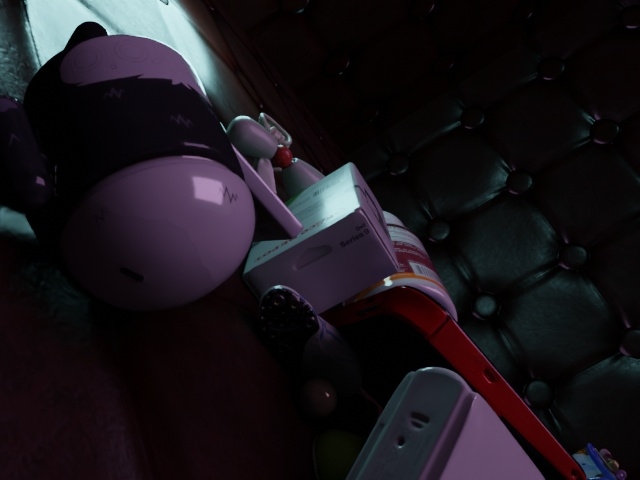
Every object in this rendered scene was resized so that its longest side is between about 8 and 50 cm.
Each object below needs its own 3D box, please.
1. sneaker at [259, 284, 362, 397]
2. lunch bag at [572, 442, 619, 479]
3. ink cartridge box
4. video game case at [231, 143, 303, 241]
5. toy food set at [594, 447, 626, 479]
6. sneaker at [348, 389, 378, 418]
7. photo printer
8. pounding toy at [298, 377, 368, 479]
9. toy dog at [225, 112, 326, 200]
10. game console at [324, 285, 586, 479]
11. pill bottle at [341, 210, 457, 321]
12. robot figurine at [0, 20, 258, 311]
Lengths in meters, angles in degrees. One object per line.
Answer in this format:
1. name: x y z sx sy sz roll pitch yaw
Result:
1. sneaker: -0.017 0.143 0.884 0.237 0.085 0.086 53 6 -35
2. lunch bag: 0.495 0.615 1.203 0.238 0.328 0.385 53 11 4
3. ink cartridge box: 0.000 0.000 1.014 0.121 0.211 0.289 57 12 -17
4. video game case: -0.134 -0.087 0.770 0.227 0.026 0.206 49 -17 -13
5. toy food set: 0.613 0.471 1.262 0.122 0.019 0.078 44 11 -35
6. sneaker: 0.070 0.285 1.029 0.083 0.031 0.035 47 28 -30
7. photo printer: 0.146 0.326 0.692 0.107 0.256 0.307 10 -32 46
8. pounding toy: 0.075 0.290 0.800 0.183 0.110 0.236 45 17 -51
9. toy dog: -0.071 -0.096 1.243 0.334 0.161 0.220 43 15 -3
10. game console: 0.165 0.224 0.922 0.342 0.060 0.386 45 -21 -3
11. pill bottle: 0.150 0.094 1.390 0.224 0.224 0.392 53 11 -26
12. robot figurine: -0.169 -0.068 0.556 0.173 0.209 0.278 99 -32 -59
